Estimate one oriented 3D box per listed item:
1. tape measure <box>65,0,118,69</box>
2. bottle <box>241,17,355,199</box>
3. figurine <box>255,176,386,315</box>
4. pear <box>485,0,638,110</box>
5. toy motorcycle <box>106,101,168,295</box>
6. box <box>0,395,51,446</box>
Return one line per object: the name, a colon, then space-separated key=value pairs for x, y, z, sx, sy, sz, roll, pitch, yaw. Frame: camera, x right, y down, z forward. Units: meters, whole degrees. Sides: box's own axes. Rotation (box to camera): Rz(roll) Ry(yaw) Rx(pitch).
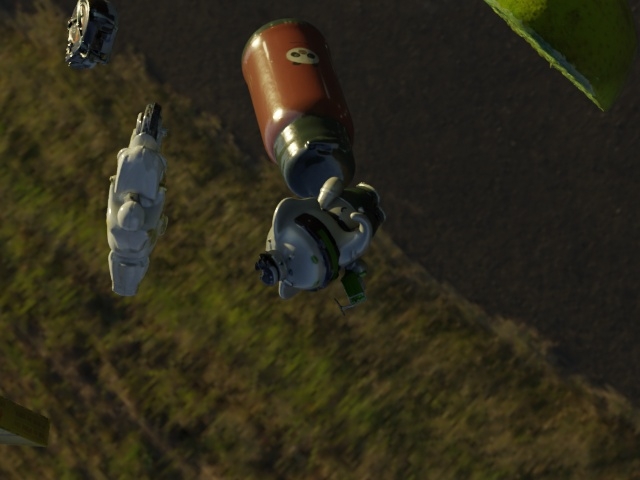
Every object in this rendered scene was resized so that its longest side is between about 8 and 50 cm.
tape measure: x=-0.313 y=-0.285 z=1.600 sx=0.054 sy=0.094 sz=0.091 roll=11 pitch=175 yaw=-33
bottle: x=-0.030 y=-0.192 z=1.743 sx=0.336 sy=0.144 sz=0.144 roll=-105 pitch=-1 yaw=-49
figurine: x=0.000 y=0.000 z=1.417 sx=0.126 sy=0.192 sz=0.147 roll=24 pitch=137 yaw=44
pear: x=0.295 y=-0.281 z=1.433 sx=0.288 sy=0.239 sz=0.139 roll=41 pitch=112 yaw=-11
toy motorcycle: x=-0.212 y=-0.040 z=1.360 sx=0.074 sy=0.151 sz=0.229 roll=11 pitch=120 yaw=-7
box: x=-0.411 y=0.186 z=1.271 sx=0.153 sy=0.041 sz=0.279 roll=2 pitch=163 yaw=7
